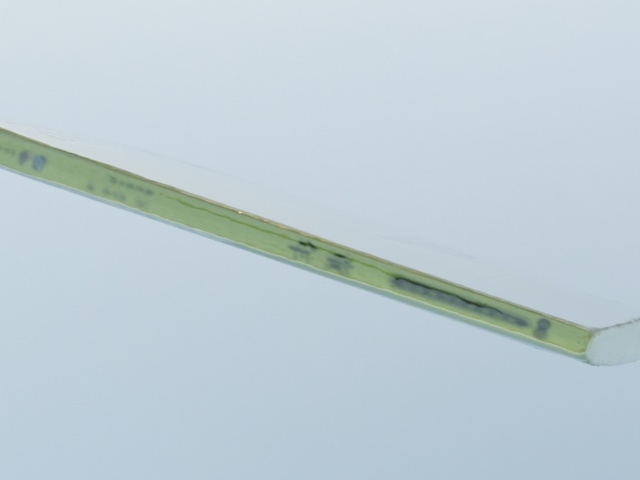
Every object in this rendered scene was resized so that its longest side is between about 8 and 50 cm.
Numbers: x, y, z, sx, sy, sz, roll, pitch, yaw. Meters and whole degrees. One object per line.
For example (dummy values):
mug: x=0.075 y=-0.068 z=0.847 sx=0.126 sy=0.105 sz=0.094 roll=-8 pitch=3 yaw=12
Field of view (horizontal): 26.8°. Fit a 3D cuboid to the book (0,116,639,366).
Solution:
book: x=0.000 y=0.000 z=0.739 sx=0.352 sy=0.239 sz=0.035 roll=19 pitch=-86 yaw=21
